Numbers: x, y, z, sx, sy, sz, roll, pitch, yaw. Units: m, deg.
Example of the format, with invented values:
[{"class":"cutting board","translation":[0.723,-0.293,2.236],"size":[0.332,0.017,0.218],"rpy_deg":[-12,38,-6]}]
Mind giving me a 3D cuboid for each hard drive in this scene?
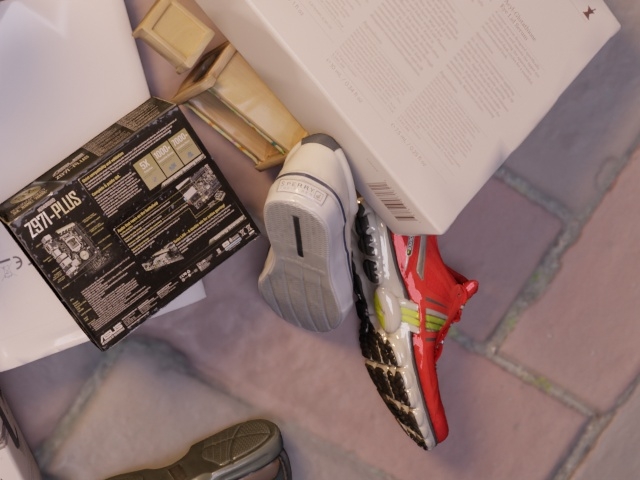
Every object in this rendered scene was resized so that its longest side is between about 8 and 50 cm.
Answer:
[{"class":"hard drive","translation":[-0.245,-0.063,1.189],"size":[0.210,0.040,0.318],"rpy_deg":[-20,108,-18]}]

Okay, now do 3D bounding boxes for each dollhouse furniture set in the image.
[{"class":"dollhouse furniture set","translation":[-0.067,-0.185,1.205],"size":[0.182,0.101,0.161],"rpy_deg":[39,69,-17]}]

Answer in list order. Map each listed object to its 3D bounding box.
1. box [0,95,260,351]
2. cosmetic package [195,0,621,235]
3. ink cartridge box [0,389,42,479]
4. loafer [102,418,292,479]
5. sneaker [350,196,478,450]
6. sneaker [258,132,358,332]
[{"class":"box","translation":[-0.171,-0.016,1.164],"size":[0.180,0.077,0.147],"rpy_deg":[-38,113,-12]},{"class":"cosmetic package","translation":[0.059,-0.234,1.152],"size":[0.284,0.097,0.377],"rpy_deg":[-47,109,-18]},{"class":"ink cartridge box","translation":[-0.360,0.190,1.190],"size":[0.159,0.092,0.218],"rpy_deg":[-19,125,-6]},{"class":"loafer","translation":[-0.151,0.269,1.288],"size":[0.267,0.096,0.084],"rpy_deg":[-23,114,-7]},{"class":"sneaker","translation":[0.105,0.077,1.287],"size":[0.118,0.107,0.279],"rpy_deg":[-17,110,-17]},{"class":"sneaker","translation":[0.000,0.000,1.201],"size":[0.094,0.258,0.091],"rpy_deg":[22,62,9]}]
